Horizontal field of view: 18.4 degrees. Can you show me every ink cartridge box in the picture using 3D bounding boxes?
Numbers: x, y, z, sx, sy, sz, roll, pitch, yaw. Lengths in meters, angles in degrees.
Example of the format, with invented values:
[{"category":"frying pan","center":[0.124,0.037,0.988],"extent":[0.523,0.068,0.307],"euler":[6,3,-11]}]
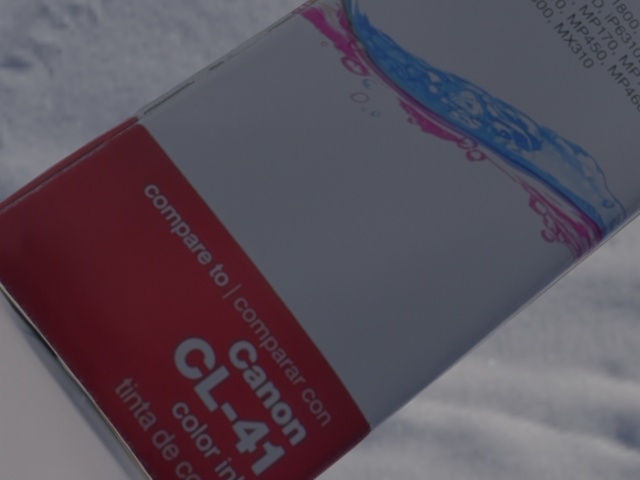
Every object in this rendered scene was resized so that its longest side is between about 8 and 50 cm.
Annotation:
[{"category":"ink cartridge box","center":[0.000,0.000,0.722],"extent":[0.306,0.131,0.226],"euler":[-34,176,-27]}]
